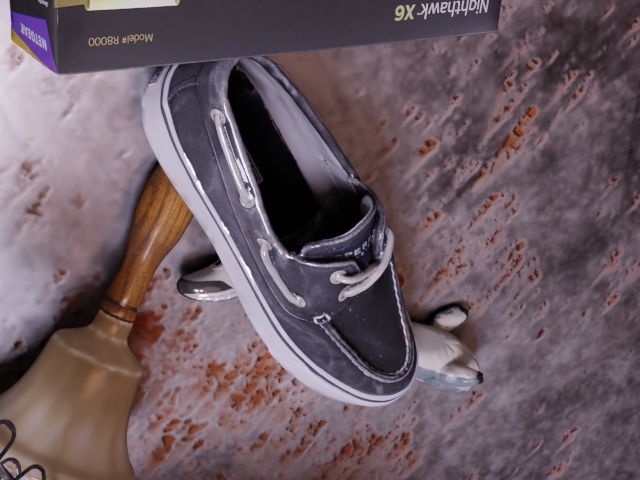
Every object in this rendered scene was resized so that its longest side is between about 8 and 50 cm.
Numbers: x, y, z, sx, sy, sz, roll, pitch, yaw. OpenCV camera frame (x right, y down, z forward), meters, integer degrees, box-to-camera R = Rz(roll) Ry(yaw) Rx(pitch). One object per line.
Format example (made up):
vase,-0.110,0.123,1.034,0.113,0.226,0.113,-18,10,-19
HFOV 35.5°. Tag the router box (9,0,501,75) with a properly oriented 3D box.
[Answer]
router box,-0.021,-0.233,0.563,0.309,0.081,0.242,-13,120,-31

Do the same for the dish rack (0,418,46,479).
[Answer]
dish rack,-0.219,0.148,0.593,0.074,0.272,0.208,-52,133,-38

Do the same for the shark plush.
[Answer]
shark plush,0.063,0.105,0.818,0.161,0.073,0.067,-3,146,-27

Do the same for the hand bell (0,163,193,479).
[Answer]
hand bell,-0.134,0.039,0.687,0.126,0.126,0.242,26,89,-31

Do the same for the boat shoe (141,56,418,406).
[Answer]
boat shoe,0.000,0.000,0.674,0.108,0.102,0.301,-45,117,-31

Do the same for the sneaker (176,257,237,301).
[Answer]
sneaker,-0.055,0.015,0.734,0.109,0.040,0.043,-16,108,-21
